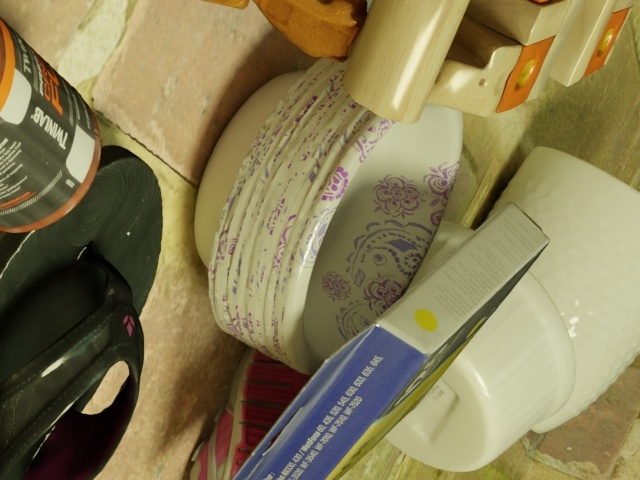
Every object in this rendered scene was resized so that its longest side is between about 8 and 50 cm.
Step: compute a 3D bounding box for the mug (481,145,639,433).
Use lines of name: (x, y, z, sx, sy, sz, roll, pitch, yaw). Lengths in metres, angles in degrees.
mug: (0.308, 0.079, 2.072, 0.328, 0.276, 0.374, -57, -171, -3)

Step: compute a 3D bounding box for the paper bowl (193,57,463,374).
paper bowl: (-0.004, -0.036, 1.321, 0.284, 0.148, 0.284, -49, 155, -32)

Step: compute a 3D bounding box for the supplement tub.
supplement tub: (-0.208, -0.080, 0.856, 0.106, 0.106, 0.198, -60, 159, -8)

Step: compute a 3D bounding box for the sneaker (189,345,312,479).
sneaker: (-0.080, 0.213, 1.518, 0.103, 0.111, 0.252, 25, 72, -34)

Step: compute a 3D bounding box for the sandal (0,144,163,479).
sandal: (-0.210, 0.147, 1.083, 0.446, 0.107, 0.167, -63, 152, 3)

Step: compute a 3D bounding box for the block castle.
block castle: (0.080, -0.266, 1.045, 0.453, 0.303, 0.213, -27, 145, -57)

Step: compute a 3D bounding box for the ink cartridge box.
ink cartridge box: (0.050, 0.135, 1.370, 0.307, 0.072, 0.303, -40, 169, -45)

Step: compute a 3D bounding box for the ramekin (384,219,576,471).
ramekin: (0.134, 0.126, 1.672, 0.135, 0.277, 0.277, -39, 149, -33)

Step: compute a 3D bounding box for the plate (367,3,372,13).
plate: (0.078, -0.237, 1.450, 0.188, 0.024, 0.188, -48, 153, -35)
